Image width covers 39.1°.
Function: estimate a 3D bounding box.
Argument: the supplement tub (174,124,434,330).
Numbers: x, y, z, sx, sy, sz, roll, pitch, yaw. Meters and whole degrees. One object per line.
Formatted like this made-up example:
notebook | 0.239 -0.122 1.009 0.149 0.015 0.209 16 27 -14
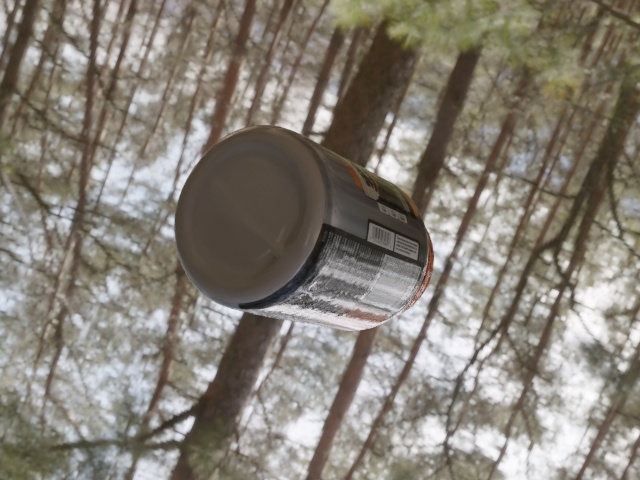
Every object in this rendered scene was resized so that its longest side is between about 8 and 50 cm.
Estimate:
supplement tub | 0.000 0.000 1.020 0.193 0.194 0.316 28 -176 30
